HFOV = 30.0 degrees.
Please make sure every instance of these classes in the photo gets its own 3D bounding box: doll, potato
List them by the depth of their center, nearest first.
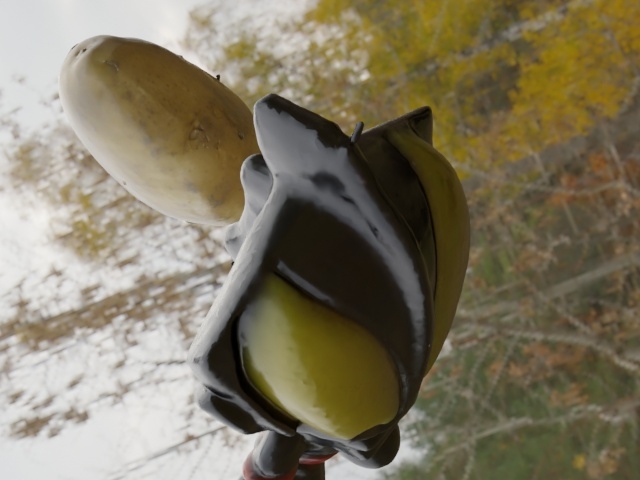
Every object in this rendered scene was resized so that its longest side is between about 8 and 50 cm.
[{"bbox_3d":[0.007,0.038,0.447,0.248,0.088,0.127,91,-174,-50],"label":"doll"},{"bbox_3d":[-0.125,-0.095,0.983,0.235,0.128,0.161,40,174,-39],"label":"potato"}]

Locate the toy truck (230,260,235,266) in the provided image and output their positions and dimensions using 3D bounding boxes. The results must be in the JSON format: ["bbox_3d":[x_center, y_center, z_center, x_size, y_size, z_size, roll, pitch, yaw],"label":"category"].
[{"bbox_3d":[0.000,0.000,1.451,0.088,0.121,0.259,58,-144,-3],"label":"toy truck"}]
